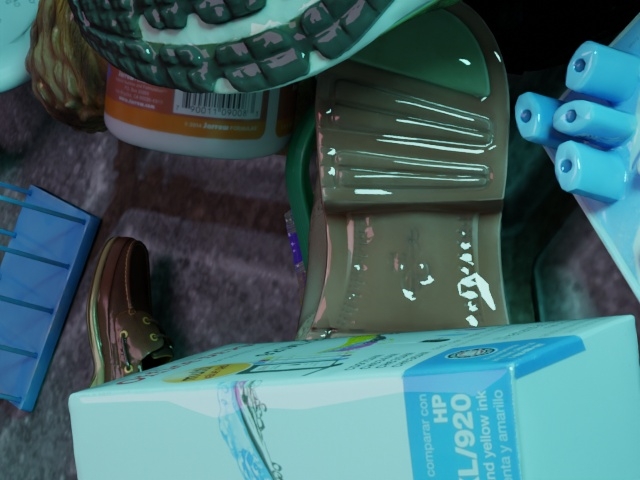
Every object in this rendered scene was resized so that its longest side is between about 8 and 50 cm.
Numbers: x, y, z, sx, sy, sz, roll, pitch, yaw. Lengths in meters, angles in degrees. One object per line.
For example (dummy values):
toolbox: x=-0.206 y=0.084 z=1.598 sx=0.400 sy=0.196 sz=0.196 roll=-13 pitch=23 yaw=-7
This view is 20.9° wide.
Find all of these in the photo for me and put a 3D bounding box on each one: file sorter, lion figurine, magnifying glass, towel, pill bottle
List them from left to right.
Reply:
file sorter: x=-0.278 y=0.035 z=1.435 sx=0.118 sy=0.104 sz=0.170 roll=24 pitch=95 yaw=52
lion figurine: x=-0.075 y=-0.147 z=1.230 sx=0.392 sy=0.142 sz=0.240 roll=33 pitch=109 yaw=48
pill bottle: x=-0.065 y=-0.166 z=1.074 sx=0.121 sy=0.121 sz=0.216 roll=26 pitch=113 yaw=53
towel: x=0.000 y=0.000 z=1.176 sx=0.060 sy=0.009 sz=0.083 roll=-38 pitch=49 yaw=38
magnifying glass: x=0.009 y=0.015 z=1.108 sx=0.026 sy=0.092 sz=0.231 roll=15 pitch=98 yaw=54

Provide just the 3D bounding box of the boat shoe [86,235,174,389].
boat shoe: x=-0.135 y=0.082 z=1.281 sx=0.060 sy=0.064 sz=0.178 roll=-7 pitch=69 yaw=18

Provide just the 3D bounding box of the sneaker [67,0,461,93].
sneaker: x=0.055 y=-0.180 z=0.929 sx=0.410 sy=0.182 sz=0.158 roll=-13 pitch=91 yaw=22

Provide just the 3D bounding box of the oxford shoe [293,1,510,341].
oxford shoe: x=0.050 y=0.058 z=1.024 sx=0.146 sy=0.141 sz=0.396 roll=-4 pitch=-78 yaw=-88

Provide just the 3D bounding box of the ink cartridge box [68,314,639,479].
ink cartridge box: x=0.026 y=0.134 z=0.836 sx=0.233 sy=0.171 sz=0.168 roll=-6 pitch=92 yaw=28

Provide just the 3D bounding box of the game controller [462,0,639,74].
game controller: x=0.147 y=-0.256 z=1.048 sx=0.166 sy=0.067 sz=0.319 roll=-31 pitch=54 yaw=41

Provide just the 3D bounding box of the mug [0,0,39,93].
mug: x=-0.327 y=-0.240 z=1.503 sx=0.328 sy=0.276 sz=0.374 roll=-119 pitch=25 yaw=-46

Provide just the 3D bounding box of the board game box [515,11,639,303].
board game box: x=0.292 y=-0.051 z=0.762 sx=0.390 sy=0.050 sz=0.390 roll=-48 pitch=49 yaw=28
